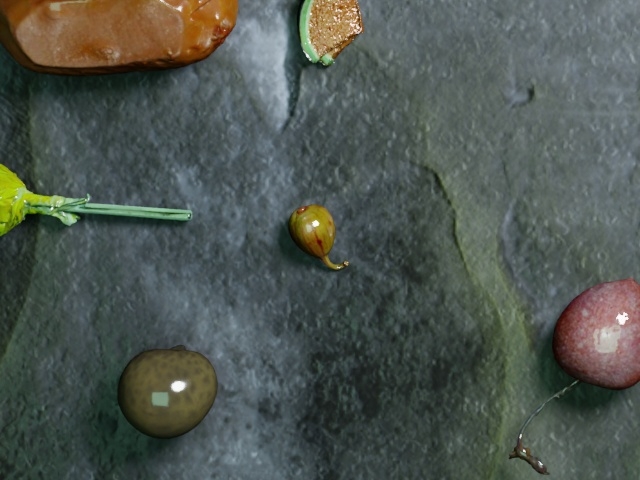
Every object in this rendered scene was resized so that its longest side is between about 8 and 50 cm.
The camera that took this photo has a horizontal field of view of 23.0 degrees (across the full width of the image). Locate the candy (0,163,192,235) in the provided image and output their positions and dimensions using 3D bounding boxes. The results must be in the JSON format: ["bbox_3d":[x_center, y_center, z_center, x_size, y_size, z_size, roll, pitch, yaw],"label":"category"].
[{"bbox_3d":[-0.270,-0.036,1.707,0.262,0.073,0.077,4,116,0],"label":"candy"}]

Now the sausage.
[{"bbox_3d":[-0.213,-0.236,1.635,0.258,0.133,0.133,-4,96,10],"label":"sausage"}]

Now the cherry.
[{"bbox_3d":[0.279,0.143,1.628,0.107,0.090,0.225,21,99,3],"label":"cherry"}]

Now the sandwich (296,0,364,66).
[{"bbox_3d":[0.009,-0.234,1.656,0.069,0.026,0.101,-7,99,5],"label":"sandwich"}]

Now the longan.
[{"bbox_3d":[-0.165,0.159,1.695,0.113,0.092,0.113,-9,52,11],"label":"longan"}]

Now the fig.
[{"bbox_3d":[0.000,0.000,1.678,0.050,0.050,0.083,-31,111,10],"label":"fig"}]
